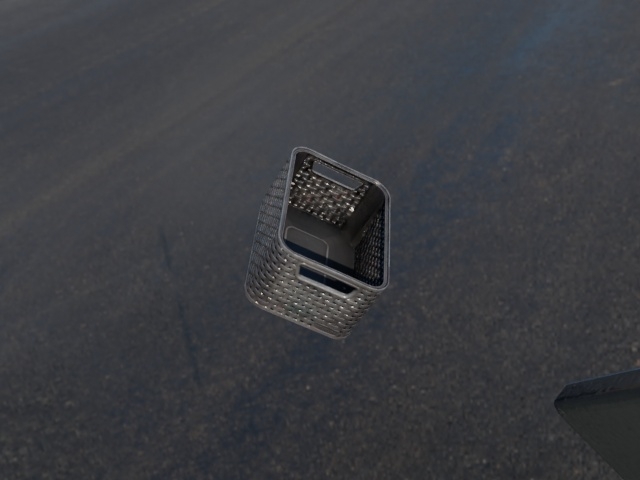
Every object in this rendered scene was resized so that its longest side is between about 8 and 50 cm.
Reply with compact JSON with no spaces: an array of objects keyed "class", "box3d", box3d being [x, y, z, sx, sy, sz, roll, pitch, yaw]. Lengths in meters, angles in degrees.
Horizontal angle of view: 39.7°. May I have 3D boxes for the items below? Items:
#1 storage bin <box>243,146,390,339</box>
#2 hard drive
[{"class":"storage bin","box3d":[0.000,0.000,0.926,0.122,0.084,0.180,24,38,-14]},{"class":"hard drive","box3d":[0.179,0.101,0.425,0.022,0.094,0.135,-44,-2,-19]}]
